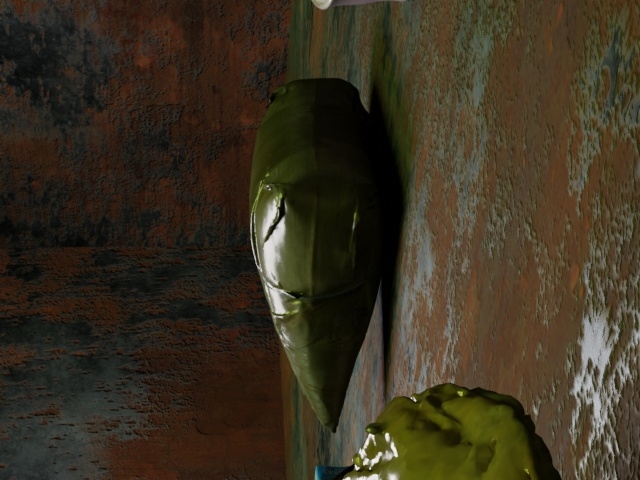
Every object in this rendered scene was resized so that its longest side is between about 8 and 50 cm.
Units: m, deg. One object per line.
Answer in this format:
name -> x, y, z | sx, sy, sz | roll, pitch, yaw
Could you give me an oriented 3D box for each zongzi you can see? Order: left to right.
zongzi -> 0.000, 0.000, 1.886 | 0.356, 0.174, 0.393 | -91, -3, -55

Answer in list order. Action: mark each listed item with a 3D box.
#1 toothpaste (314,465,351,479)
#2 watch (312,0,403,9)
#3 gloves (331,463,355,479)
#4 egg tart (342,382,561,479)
toothpaste -> 0.033, 0.420, 2.062 | 0.267, 0.065, 0.050 | -102, 16, -67
watch -> 0.018, -0.365, 1.580 | 0.248, 0.210, 0.218 | 144, 117, -73
gloves -> 0.024, 0.422, 1.729 | 0.210, 0.135, 0.313 | 26, -113, -75
egg tart -> 0.107, 0.281, 0.672 | 0.443, 0.178, 0.443 | 180, 90, -82
